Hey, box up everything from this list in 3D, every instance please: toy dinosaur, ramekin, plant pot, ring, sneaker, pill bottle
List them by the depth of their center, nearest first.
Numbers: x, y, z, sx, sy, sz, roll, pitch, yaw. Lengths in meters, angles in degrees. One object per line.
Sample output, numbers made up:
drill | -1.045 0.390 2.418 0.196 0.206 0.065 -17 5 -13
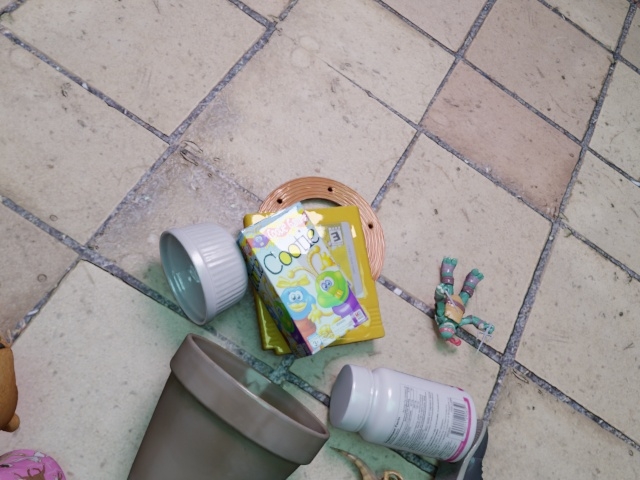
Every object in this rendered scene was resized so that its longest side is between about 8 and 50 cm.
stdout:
plant pot | -0.189 0.376 0.933 0.323 0.323 0.280 35 81 -4
ramekin | -0.239 0.060 1.066 0.109 0.207 0.207 -22 79 -33
toy dinosaur | 0.115 0.521 1.089 0.112 0.064 0.211 -16 77 -21
pill bottle | 0.174 0.367 1.109 0.283 0.160 0.160 18 67 -11
sneaker | 0.336 0.523 1.164 0.118 0.083 0.222 52 56 -16
ring | 0.000 0.000 1.256 0.337 0.032 0.336 6 71 -16

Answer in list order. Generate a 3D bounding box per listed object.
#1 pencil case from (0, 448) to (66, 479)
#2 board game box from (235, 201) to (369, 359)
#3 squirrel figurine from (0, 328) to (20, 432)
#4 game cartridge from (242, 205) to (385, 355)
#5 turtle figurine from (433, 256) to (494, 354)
pencil case | -0.531 0.405 0.739 0.167 0.386 0.160 -43 80 -11
board game box | -0.048 0.087 1.063 0.142 0.144 0.275 -28 83 -22
squirrel figurine | -0.676 0.243 0.806 0.370 0.281 0.397 28 82 6
game cartridge | -0.015 0.084 1.176 0.285 0.052 0.323 -6 73 -19
turtle figurine | 0.333 0.160 1.260 0.175 0.118 0.234 37 48 -19
